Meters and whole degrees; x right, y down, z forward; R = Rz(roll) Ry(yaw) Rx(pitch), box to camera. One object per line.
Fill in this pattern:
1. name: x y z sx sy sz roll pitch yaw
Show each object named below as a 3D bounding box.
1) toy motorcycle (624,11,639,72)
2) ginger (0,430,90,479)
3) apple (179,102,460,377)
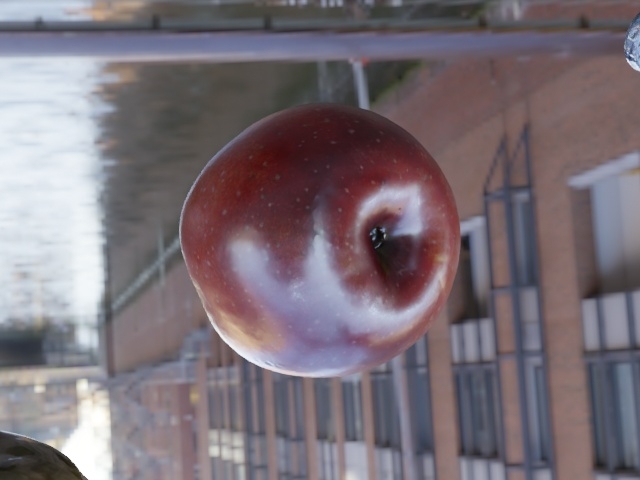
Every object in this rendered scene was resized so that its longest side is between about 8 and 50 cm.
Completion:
1. toy motorcycle: 0.288 -0.133 0.867 0.193 0.124 0.061 23 -160 -33
2. ginger: -0.193 0.190 0.619 0.244 0.155 0.304 -2 -160 3
3. apple: 0.000 0.000 1.041 0.218 0.218 0.201 2 172 -40
